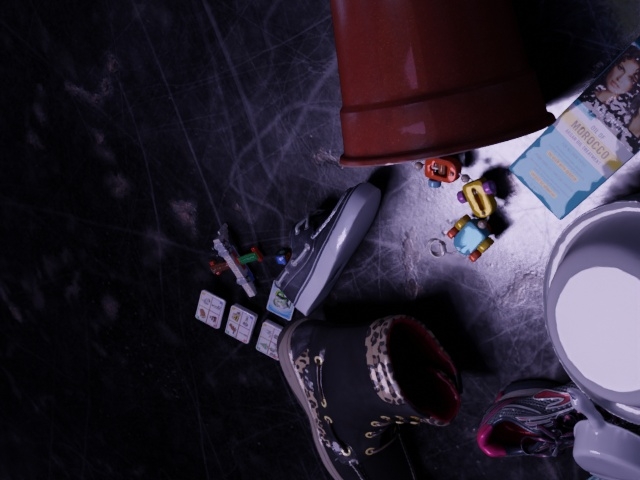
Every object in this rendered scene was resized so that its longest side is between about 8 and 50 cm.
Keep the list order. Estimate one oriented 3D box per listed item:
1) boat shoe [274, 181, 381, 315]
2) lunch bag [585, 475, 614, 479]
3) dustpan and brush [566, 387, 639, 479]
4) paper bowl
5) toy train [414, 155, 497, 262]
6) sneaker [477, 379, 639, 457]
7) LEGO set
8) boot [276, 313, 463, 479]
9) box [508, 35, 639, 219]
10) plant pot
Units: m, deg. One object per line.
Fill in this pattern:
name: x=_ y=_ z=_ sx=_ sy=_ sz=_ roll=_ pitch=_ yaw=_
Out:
boat shoe: x=0.000 y=0.000 z=1.534 sx=0.102 sy=0.108 sz=0.301 roll=39 pitch=141 yaw=9
lunch bag: x=0.471 y=0.411 z=1.382 sx=0.224 sy=0.108 sz=0.279 roll=49 pitch=133 yaw=14
dustpan and brush: x=0.369 y=0.256 z=1.252 sx=0.211 sy=0.060 sz=0.147 roll=36 pitch=158 yaw=-35
paper bowl: x=0.392 y=0.088 z=1.177 sx=0.284 sy=0.148 sz=0.284 roll=18 pitch=115 yaw=46
toy train: x=0.199 y=-0.053 z=1.379 sx=0.125 sy=0.046 sz=0.166 roll=13 pitch=120 yaw=35
sneaker: x=0.360 y=0.258 z=1.381 sx=0.299 sy=0.112 sz=0.120 roll=-25 pitch=97 yaw=44
LEGO set: x=-0.120 y=0.084 z=1.740 sx=0.182 sy=0.060 sz=0.244 roll=26 pitch=131 yaw=10
boot: x=0.108 y=0.278 z=1.555 sx=0.284 sy=0.138 sz=0.377 roll=-17 pitch=102 yaw=53
box: x=0.349 y=-0.137 z=1.191 sx=0.100 sy=0.060 sz=0.244 roll=47 pitch=135 yaw=7
plant pot: x=0.128 y=-0.249 z=1.182 sx=0.272 sy=0.272 sz=0.265 roll=-3 pitch=105 yaw=41
